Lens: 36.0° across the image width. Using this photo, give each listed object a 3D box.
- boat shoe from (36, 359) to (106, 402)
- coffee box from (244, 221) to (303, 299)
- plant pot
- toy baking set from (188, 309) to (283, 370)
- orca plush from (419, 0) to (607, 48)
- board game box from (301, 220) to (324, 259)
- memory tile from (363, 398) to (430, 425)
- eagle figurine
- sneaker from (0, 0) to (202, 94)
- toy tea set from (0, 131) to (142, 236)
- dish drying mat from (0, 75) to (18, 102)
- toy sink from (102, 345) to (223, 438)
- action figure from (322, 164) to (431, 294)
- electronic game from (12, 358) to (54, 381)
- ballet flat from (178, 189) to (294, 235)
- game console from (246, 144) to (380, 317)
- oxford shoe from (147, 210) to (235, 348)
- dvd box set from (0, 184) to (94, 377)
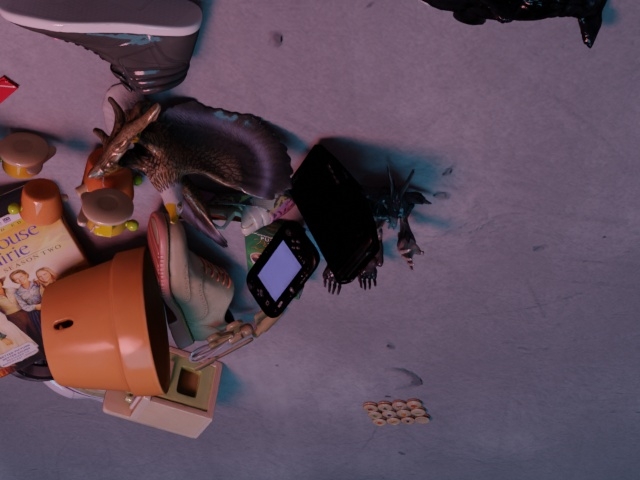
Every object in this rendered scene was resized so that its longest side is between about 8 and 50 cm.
[{"bbox_3d":[-0.525,0.323,2.338,0.302,0.109,0.094,26,124,-37],"label":"boat shoe"},{"bbox_3d":[-0.086,0.035,1.899,0.113,0.040,0.184,17,145,14],"label":"coffee box"},{"bbox_3d":[-0.415,0.169,1.910,0.203,0.291,0.291,-8,142,-2],"label":"plant pot"},{"bbox_3d":[-0.177,0.194,2.068,0.196,0.030,0.256,-18,160,-34],"label":"toy baking set"},{"bbox_3d":[0.254,-0.316,1.349,0.287,0.102,0.151,20,141,-16],"label":"orca plush"},{"bbox_3d":[0.000,0.000,1.875,0.090,0.020,0.090,15,144,-10],"label":"board game box"},{"bbox_3d":[0.186,0.422,2.408,0.148,0.012,0.113,-8,141,18],"label":"memory tile"},{"bbox_3d":[-0.229,-0.119,1.627,0.298,0.225,0.226,14,179,-44],"label":"eagle figurine"},{"bbox_3d":[-0.326,-0.292,1.471,0.295,0.105,0.147,5,138,-5],"label":"sneaker"},{"bbox_3d":[-0.472,-0.078,1.703,0.335,0.200,0.124,11,135,-5],"label":"toy tea set"},{"bbox_3d":[-0.539,-0.246,1.648,0.083,0.008,0.032,-27,132,36],"label":"dish drying mat"},{"bbox_3d":[-0.361,0.335,2.268,0.234,0.153,0.131,20,141,-15],"label":"toy sink"},{"bbox_3d":[0.103,-0.004,1.750,0.164,0.141,0.276,2,142,-20],"label":"action figure"},{"bbox_3d":[-0.597,0.221,2.172,0.229,0.048,0.229,-14,130,-17],"label":"electronic game"},{"bbox_3d":[-0.160,-0.050,1.786,0.221,0.079,0.077,4,144,4],"label":"ballet flat"},{"bbox_3d":[-0.026,0.018,1.725,0.043,0.213,0.361,-7,147,-38],"label":"game console"},{"bbox_3d":[-0.250,0.066,1.938,0.146,0.141,0.397,-13,147,-7],"label":"oxford shoe"},{"bbox_3d":[-0.603,0.090,1.950,0.307,0.062,0.420,-24,141,-8],"label":"dvd box set"}]
